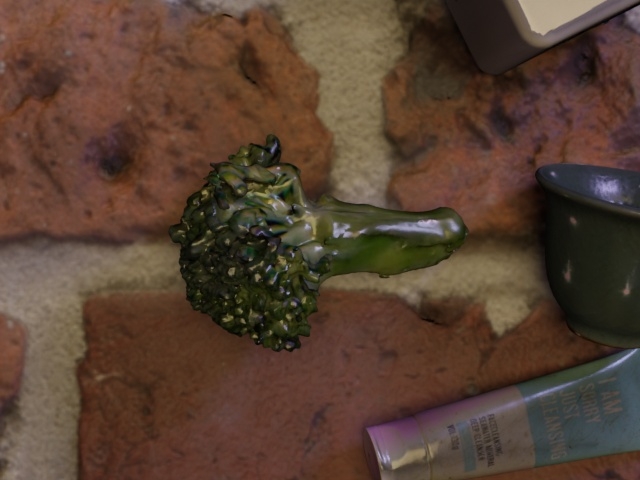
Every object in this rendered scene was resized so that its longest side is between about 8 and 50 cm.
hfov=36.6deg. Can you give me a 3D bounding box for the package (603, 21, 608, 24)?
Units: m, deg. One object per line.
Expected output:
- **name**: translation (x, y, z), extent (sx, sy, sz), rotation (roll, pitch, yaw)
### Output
- **package**: translation (0.220, -0.313, 0.991), extent (0.173, 0.027, 0.171), rotation (4, 88, -3)

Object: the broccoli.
- **broccoli**: translation (-0.014, -0.011, 0.939), extent (0.275, 0.177, 0.198), rotation (-22, 53, -31)

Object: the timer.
- **timer**: translation (0.211, -0.283, 0.882), extent (0.193, 0.195, 0.194), rotation (-27, 94, -1)

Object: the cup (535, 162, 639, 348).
- **cup**: translation (0.291, 0.021, 0.930), extent (0.199, 0.199, 0.149), rotation (8, 107, -4)

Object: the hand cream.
- **hand cream**: translation (0.202, 0.188, 0.963), extent (0.313, 0.070, 0.111), rotation (-13, 87, -8)
